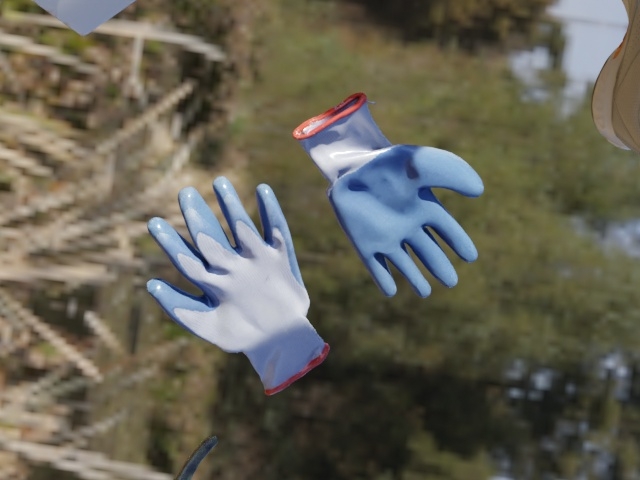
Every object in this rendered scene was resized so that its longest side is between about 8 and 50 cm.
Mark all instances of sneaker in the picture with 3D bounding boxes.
[{"bbox_3d":[0.304,-0.187,1.652,0.121,0.099,0.262,-127,-146,-61],"label":"sneaker"}]

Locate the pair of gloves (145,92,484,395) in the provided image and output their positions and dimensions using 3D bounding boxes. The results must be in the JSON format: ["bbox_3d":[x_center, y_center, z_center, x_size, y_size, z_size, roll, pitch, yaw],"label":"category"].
[{"bbox_3d":[0.000,0.000,1.144,0.159,0.198,0.023,55,3,-37],"label":"pair of gloves"}]

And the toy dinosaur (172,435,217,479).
[{"bbox_3d":[-0.185,0.207,1.243,0.064,0.268,0.118,60,-17,5],"label":"toy dinosaur"}]

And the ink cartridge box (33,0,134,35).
[{"bbox_3d":[-0.118,-0.334,1.445,0.131,0.306,0.226,35,28,-49],"label":"ink cartridge box"}]
